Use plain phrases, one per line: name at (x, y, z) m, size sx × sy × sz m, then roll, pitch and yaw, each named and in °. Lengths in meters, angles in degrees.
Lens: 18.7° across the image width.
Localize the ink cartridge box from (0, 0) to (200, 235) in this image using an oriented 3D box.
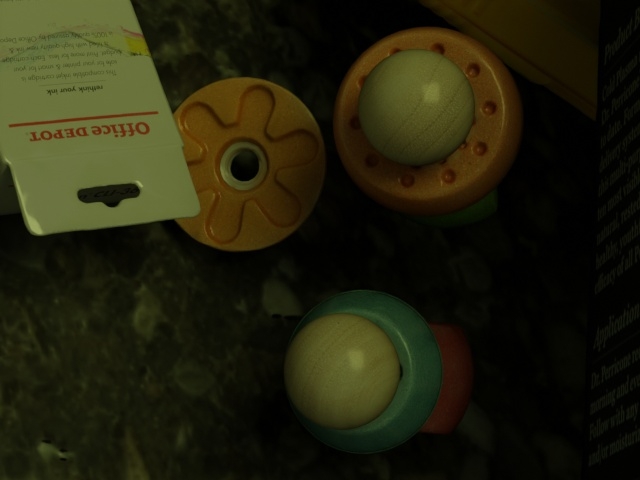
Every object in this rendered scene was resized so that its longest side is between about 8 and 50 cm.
ink cartridge box at (-0.155, -0.082, 1.090) m, size 0.115 × 0.067 × 0.198 m, roll -8°, pitch 67°, yaw -34°

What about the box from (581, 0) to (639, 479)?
box at (0.399, -0.028, 0.967) m, size 0.480 × 0.297 × 0.471 m, roll 7°, pitch 75°, yaw -8°

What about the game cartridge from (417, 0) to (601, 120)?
game cartridge at (0.138, -0.162, 1.227) m, size 0.324 × 0.052 × 0.285 m, roll 28°, pitch 24°, yaw -24°

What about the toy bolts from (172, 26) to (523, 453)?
toy bolts at (0.000, 0.000, 1.048) m, size 0.218 × 0.158 × 0.228 m, roll 0°, pitch 86°, yaw 12°
